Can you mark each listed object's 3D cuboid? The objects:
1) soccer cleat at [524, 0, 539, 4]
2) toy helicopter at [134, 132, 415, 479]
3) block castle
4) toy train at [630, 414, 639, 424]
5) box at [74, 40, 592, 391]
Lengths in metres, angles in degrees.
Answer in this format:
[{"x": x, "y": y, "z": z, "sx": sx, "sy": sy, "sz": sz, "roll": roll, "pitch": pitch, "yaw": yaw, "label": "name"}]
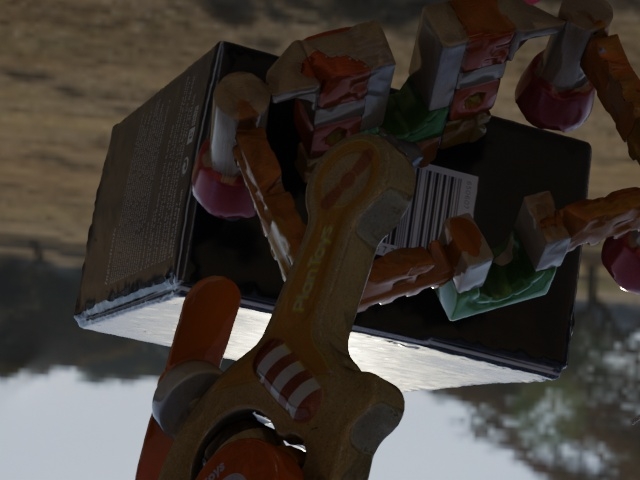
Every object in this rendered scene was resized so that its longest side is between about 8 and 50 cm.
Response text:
[{"x": 0.215, "y": -0.288, "z": 1.426, "sx": 0.083, "sy": 0.095, "sz": 0.248, "roll": 44, "pitch": 174, "yaw": 14, "label": "soccer cleat"}, {"x": -0.027, "y": 0.086, "z": 1.146, "sx": 0.235, "sy": 0.355, "sz": 0.140, "roll": 1, "pitch": 154, "yaw": 46, "label": "toy helicopter"}, {"x": 0.119, "y": -0.046, "z": 1.581, "sx": 0.453, "sy": 0.303, "sz": 0.213, "roll": -16, "pitch": 152, "yaw": -16, "label": "block castle"}, {"x": 0.493, "y": 0.185, "z": 1.874, "sx": 0.248, "sy": 0.105, "sz": 0.143, "roll": -35, "pitch": -155, "yaw": 7, "label": "toy train"}, {"x": 0.000, "y": 0.000, "z": 1.971, "sx": 0.479, "sy": 0.298, "sz": 0.471, "roll": 14, "pitch": 166, "yaw": -20, "label": "box"}]
